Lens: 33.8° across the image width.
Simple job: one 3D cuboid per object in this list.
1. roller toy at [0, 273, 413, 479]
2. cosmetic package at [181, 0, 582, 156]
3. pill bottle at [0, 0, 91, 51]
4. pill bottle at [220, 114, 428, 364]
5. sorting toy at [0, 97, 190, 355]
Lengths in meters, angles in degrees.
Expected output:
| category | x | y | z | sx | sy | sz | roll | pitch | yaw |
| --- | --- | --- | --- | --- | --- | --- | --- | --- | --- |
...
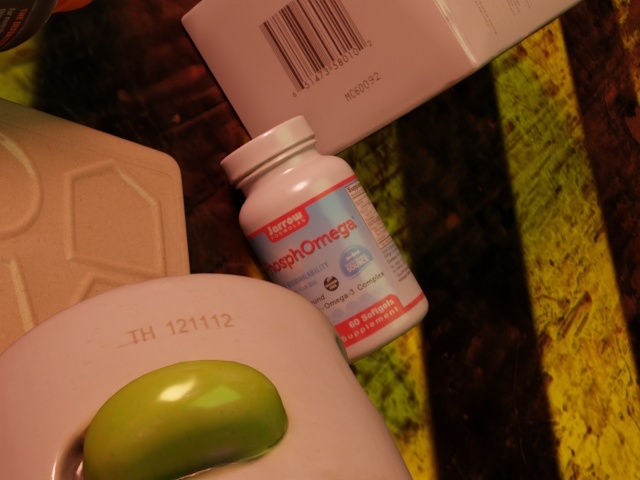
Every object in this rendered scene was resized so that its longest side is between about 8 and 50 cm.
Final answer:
| category | x | y | z | sx | sy | sz | roll | pitch | yaw |
| --- | --- | --- | --- | --- | --- | --- | --- | --- | --- |
| roller toy | -0.063 | 0.117 | 0.469 | 0.191 | 0.209 | 0.146 | 23 | 29 | -42 |
| cosmetic package | 0.084 | -0.202 | 0.859 | 0.155 | 0.197 | 0.365 | 59 | 38 | -3 |
| pill bottle | -0.218 | -0.153 | 0.524 | 0.246 | 0.130 | 0.130 | -21 | 84 | -53 |
| pill bottle | 0.000 | 0.000 | 0.717 | 0.160 | 0.087 | 0.087 | 59 | 37 | -2 |
| sorting toy | -0.151 | 0.015 | 0.578 | 0.193 | 0.038 | 0.208 | 17 | 50 | -43 |
